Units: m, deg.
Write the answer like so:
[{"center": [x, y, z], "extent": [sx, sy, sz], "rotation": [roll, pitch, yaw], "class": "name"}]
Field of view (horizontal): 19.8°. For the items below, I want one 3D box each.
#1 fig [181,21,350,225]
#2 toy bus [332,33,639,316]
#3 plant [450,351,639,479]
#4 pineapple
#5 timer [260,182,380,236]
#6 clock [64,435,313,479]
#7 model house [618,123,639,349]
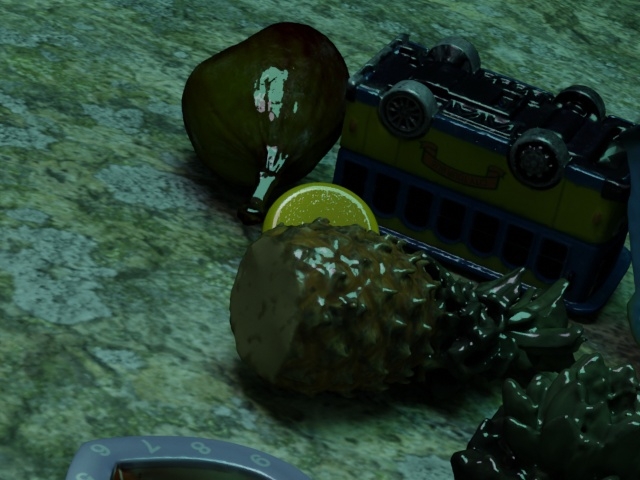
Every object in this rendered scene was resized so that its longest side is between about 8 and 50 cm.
[{"center": [-0.055, -0.101, 1.728], "extent": [0.170, 0.145, 0.274], "rotation": [-25, 28, 16], "class": "fig"}, {"center": [0.164, -0.066, 1.734], "extent": [0.288, 0.175, 0.138], "rotation": [23, 35, 17], "class": "toy bus"}, {"center": [0.155, 0.169, 1.228], "extent": [0.132, 0.194, 0.129], "rotation": [22, 22, 14], "class": "plant"}, {"center": [0.076, 0.059, 1.502], "extent": [0.310, 0.141, 0.170], "rotation": [5, 1, -34], "class": "pineapple"}, {"center": [0.000, 0.000, 1.597], "extent": [0.107, 0.109, 0.107], "rotation": [2, 68, -6], "class": "timer"}, {"center": [-0.096, 0.194, 1.197], "extent": [0.172, 0.064, 0.198], "rotation": [27, 28, 25], "class": "clock"}, {"center": [0.396, 0.035, 1.559], "extent": [0.237, 0.303, 0.215], "rotation": [4, -7, -30], "class": "model house"}]
